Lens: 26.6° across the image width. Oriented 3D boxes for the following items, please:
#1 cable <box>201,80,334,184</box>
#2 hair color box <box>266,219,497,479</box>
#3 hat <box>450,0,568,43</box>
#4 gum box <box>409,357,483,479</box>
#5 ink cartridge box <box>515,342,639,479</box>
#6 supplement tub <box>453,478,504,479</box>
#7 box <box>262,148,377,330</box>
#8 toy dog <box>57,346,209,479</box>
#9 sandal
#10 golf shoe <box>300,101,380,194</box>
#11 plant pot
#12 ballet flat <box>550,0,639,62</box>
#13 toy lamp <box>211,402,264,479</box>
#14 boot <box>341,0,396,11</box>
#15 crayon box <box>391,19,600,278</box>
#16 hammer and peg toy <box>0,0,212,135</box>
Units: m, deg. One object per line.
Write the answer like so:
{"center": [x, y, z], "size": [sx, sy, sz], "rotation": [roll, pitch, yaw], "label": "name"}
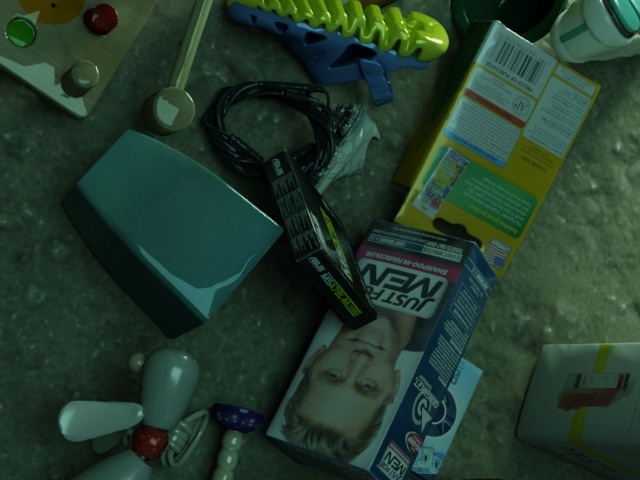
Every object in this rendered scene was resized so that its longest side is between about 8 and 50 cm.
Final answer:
{"center": [-0.073, -0.150, 1.872], "size": [0.184, 0.047, 0.151], "rotation": [4, 79, -7], "label": "cable"}
{"center": [0.087, 0.154, 1.841], "size": [0.347, 0.174, 0.105], "rotation": [-64, 144, -19], "label": "hair color box"}
{"center": [0.325, -0.352, 2.121], "size": [0.208, 0.183, 0.173], "rotation": [-12, 72, 16], "label": "hat"}
{"center": [0.129, 0.229, 1.935], "size": [0.157, 0.041, 0.184], "rotation": [33, 69, -18], "label": "gum box"}
{"center": [0.506, 0.267, 1.923], "size": [0.279, 0.384, 0.160], "rotation": [26, 75, -20], "label": "ink cartridge box"}
{"center": [0.221, 0.440, 1.915], "size": [0.106, 0.106, 0.198], "rotation": [1, 83, -26], "label": "supplement tub"}
{"center": [0.000, 0.000, 1.800], "size": [0.045, 0.191, 0.184], "rotation": [-27, 137, 8], "label": "box"}
{"center": [-0.284, 0.279, 1.667], "size": [0.161, 0.220, 0.334], "rotation": [24, 61, 12], "label": "toy dog"}
{"center": [0.014, -0.278, 1.912], "size": [0.317, 0.138, 0.126], "rotation": [17, 32, -9], "label": "sandal"}
{"center": [0.028, -0.109, 1.924], "size": [0.086, 0.069, 0.176], "rotation": [42, 74, -33], "label": "golf shoe"}
{"center": [-0.204, -0.020, 1.746], "size": [0.234, 0.165, 0.166], "rotation": [44, 67, -8], "label": "plant pot"}
{"center": [0.441, -0.331, 2.084], "size": [0.400, 0.139, 0.139], "rotation": [-20, 92, -64], "label": "ballet flat"}
{"center": [-0.139, 0.354, 1.767], "size": [0.080, 0.080, 0.275], "rotation": [18, 76, -23], "label": "toy lamp"}
{"center": [0.106, -0.477, 2.014], "size": [0.280, 0.096, 0.264], "rotation": [-18, 92, -13], "label": "boot"}
{"center": [0.246, -0.134, 1.988], "size": [0.203, 0.083, 0.323], "rotation": [28, 88, -20], "label": "crayon box"}
{"center": [-0.304, -0.297, 1.753], "size": [0.361, 0.127, 0.266], "rotation": [33, 68, -18], "label": "hammer and peg toy"}
